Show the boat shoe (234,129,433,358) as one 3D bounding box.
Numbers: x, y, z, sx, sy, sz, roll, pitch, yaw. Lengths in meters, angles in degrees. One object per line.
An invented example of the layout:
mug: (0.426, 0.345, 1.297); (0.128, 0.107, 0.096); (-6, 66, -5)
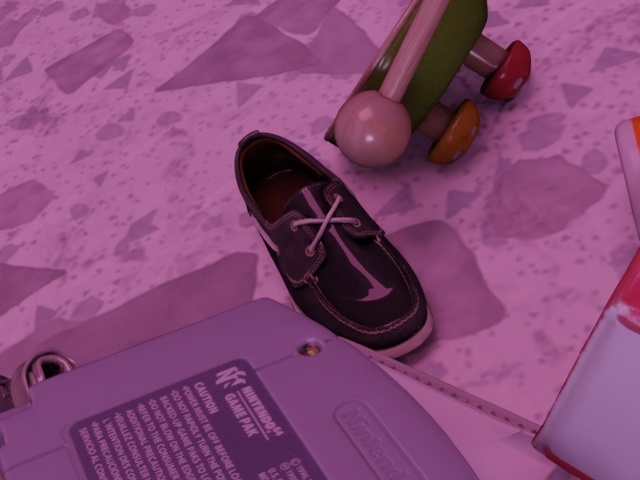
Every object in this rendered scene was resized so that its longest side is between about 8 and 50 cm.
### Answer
boat shoe: (0.000, 0.000, 0.785); (0.084, 0.079, 0.233); (-31, 43, -6)

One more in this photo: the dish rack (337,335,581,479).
dish rack: (-0.019, 0.166, 0.562); (0.286, 0.072, 0.333); (22, 45, 39)

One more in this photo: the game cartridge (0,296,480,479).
game cartridge: (-0.029, 0.136, 0.497); (0.196, 0.060, 0.294); (-23, 35, -14)

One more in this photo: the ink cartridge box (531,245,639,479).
ink cartridge box: (0.318, -0.010, 0.500); (0.279, 0.160, 0.384); (29, 62, 17)

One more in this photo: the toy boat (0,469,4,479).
toy boat: (-0.331, 0.190, 0.628); (0.148, 0.318, 0.267); (-46, 39, 48)

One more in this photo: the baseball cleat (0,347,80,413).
baseball cleat: (-0.205, 0.110, 0.756); (0.206, 0.109, 0.072); (24, 28, 35)

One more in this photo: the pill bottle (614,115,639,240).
pill bottle: (0.269, -0.051, 0.689); (0.152, 0.086, 0.086); (-14, 43, 15)

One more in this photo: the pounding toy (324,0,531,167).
pounding toy: (0.095, -0.121, 0.823); (0.183, 0.110, 0.237); (-56, 3, 10)
